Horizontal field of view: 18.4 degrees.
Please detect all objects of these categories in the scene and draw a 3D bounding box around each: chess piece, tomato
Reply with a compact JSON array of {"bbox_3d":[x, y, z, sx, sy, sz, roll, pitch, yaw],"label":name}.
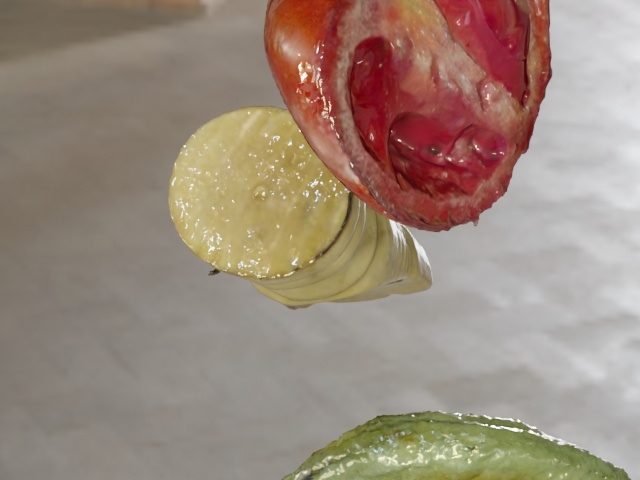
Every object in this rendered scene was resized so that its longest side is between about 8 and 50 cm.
[{"bbox_3d":[0.000,0.000,1.477,0.137,0.137,0.301,12,-10,20],"label":"chess piece"},{"bbox_3d":[0.036,-0.096,1.034,0.099,0.173,0.189,6,57,41],"label":"tomato"}]

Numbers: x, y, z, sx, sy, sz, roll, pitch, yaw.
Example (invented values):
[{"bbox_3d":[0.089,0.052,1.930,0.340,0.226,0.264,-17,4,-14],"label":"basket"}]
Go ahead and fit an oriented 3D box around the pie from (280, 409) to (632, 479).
[{"bbox_3d":[0.099,0.220,1.551,0.323,0.323,0.070,0,58,-7],"label":"pie"}]
